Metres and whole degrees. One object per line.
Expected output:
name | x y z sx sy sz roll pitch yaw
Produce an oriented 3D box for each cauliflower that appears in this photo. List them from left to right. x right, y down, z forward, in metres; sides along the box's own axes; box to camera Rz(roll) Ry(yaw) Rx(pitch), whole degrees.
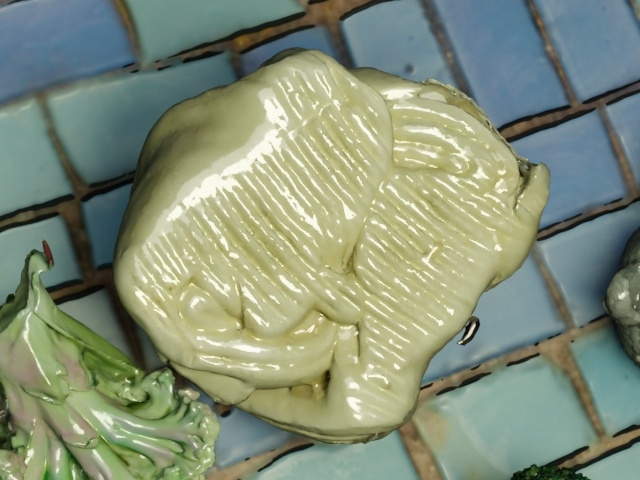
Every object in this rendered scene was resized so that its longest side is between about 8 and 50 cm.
cauliflower | -0.225 0.134 1.462 0.239 0.256 0.315 -22 126 -10

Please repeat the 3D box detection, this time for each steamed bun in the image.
steamed bun | 0.000 0.000 1.558 0.394 0.237 0.347 -10 96 -13

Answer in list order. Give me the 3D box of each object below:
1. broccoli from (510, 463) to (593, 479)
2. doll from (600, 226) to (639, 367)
broccoli | 0.167 0.344 1.493 0.297 0.297 0.298 -14 78 12
doll | 0.386 0.005 1.691 0.246 0.158 0.340 53 55 -27
